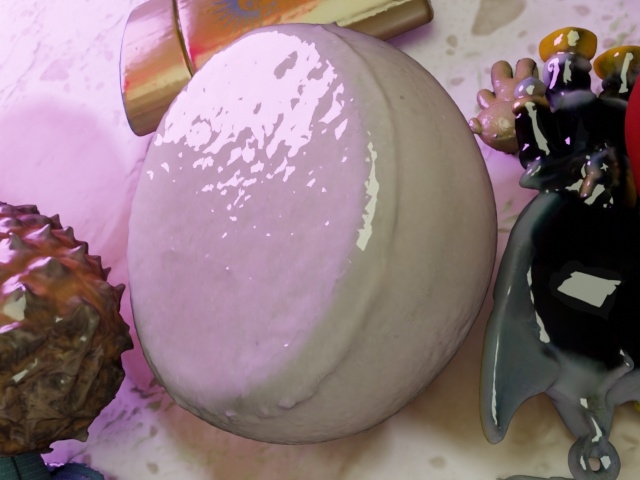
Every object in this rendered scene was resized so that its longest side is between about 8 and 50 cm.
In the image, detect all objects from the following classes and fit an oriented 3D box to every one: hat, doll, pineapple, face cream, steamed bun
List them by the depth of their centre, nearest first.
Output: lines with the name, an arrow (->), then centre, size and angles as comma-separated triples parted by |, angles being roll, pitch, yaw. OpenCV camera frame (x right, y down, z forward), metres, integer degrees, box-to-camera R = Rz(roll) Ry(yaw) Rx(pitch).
doll -> 0.180, 0.003, 0.555 | 0.103, 0.145, 0.316 | -12, 65, 48
steamed bun -> 0.000, 0.000, 0.572 | 0.283, 0.177, 0.283 | -13, 72, 43
hat -> -0.262, 0.189, 0.624 | 0.191, 0.138, 0.078 | -22, 81, 14
doll -> 0.150, -0.111, 0.645 | 0.061, 0.051, 0.093 | -1, 69, 25
pineapple -> -0.283, 0.017, 0.659 | 0.175, 0.175, 0.361 | -47, 51, -2
face cream -> -0.052, -0.199, 0.735 | 0.285, 0.067, 0.139 | -21, 63, 11

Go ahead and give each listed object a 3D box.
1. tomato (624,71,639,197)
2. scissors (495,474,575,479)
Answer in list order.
tomato -> 0.290, -0.057, 0.484 | 0.180, 0.260, 0.260 | -16, 63, 44
scissors -> 0.230, 0.193, 0.518 | 0.242, 0.030, 0.118 | 11, 74, 17
